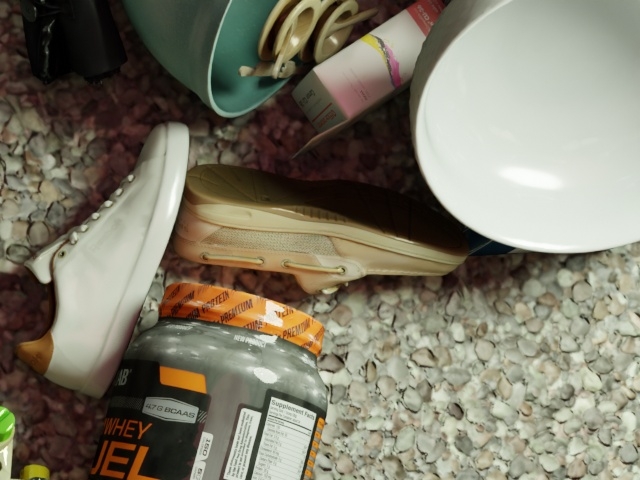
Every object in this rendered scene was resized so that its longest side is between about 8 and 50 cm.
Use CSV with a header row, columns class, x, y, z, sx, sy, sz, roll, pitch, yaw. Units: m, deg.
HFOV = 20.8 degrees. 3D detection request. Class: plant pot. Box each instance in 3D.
class,x,y,z,sx,sy,sz,roll,pitch,yaw
plant pot,-0.098,-0.297,1.734,0.196,0.293,0.293,33,75,16

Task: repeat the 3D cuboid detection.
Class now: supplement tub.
class,x,y,z,sx,sy,sz,roll,pitch,yaw
supplement tub,-0.114,0.224,1.662,0.207,0.207,0.338,16,77,-9

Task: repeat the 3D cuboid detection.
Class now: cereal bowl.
class,x,y,z,sx,sy,sz,roll,pitch,yaw
cereal bowl,0.248,-0.154,1.669,0.339,0.339,0.141,7,39,-11

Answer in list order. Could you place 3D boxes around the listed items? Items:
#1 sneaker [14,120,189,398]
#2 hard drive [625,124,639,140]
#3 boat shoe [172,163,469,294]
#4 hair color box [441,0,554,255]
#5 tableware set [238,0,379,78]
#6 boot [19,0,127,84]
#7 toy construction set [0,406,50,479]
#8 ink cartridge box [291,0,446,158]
class,x,y,z,sx,sy,sz,roll,pitch,yaw
sneaker,-0.219,0.002,1.728,0.123,0.106,0.290,22,78,-10
hard drive,0.350,-0.210,1.814,0.318,0.040,0.210,44,73,-3
boat shoe,0.000,0.000,1.788,0.302,0.109,0.098,9,118,-11
hair color box,0.231,-0.164,1.854,0.174,0.105,0.347,-3,81,-13
tableware set,-0.005,-0.210,1.747,0.039,0.194,0.128,33,107,15
boot,-0.303,-0.263,1.749,0.094,0.246,0.207,-31,123,-40
toy construction set,-0.352,0.287,1.606,0.215,0.151,0.328,9,68,-17
ink cartridge box,0.044,-0.169,1.809,0.198,0.115,0.067,-35,89,-16
